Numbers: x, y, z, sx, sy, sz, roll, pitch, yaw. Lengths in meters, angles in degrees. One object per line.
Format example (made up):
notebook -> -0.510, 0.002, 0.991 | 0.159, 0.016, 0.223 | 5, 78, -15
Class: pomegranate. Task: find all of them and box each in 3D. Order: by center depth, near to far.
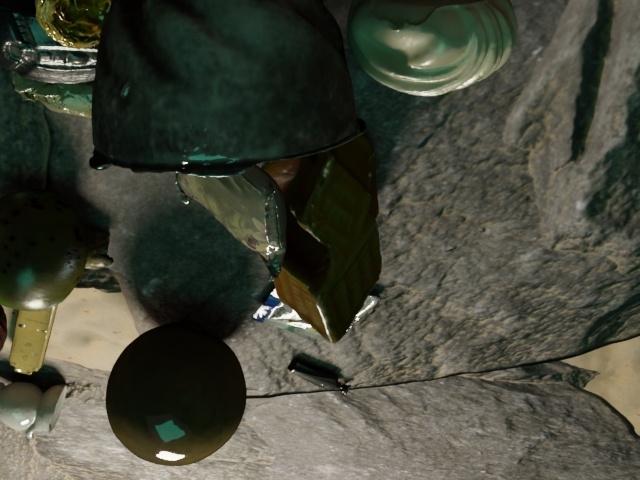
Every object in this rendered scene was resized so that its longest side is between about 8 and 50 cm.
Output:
pomegranate -> -0.423, 0.025, 1.216 | 0.179, 0.179, 0.210 | -11, 150, 17

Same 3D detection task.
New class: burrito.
burrito -> -0.299, -0.182, 1.046 | 0.188, 0.045, 0.058 | 9, 156, -11

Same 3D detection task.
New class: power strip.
power strip -> -0.529, 0.162, 1.487 | 0.064, 0.044, 0.305 | 16, 138, -15

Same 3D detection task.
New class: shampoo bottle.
shampoo bottle -> -0.001, 0.269, 1.580 | 0.137, 0.027, 0.048 | 30, 136, -28

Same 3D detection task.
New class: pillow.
pillow -> -0.118, -0.069, 1.048 | 0.059, 0.255, 0.169 | -25, 135, -29

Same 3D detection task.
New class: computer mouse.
computer mouse -> -0.338, -0.238, 0.967 | 0.192, 0.062, 0.106 | 14, 138, -9

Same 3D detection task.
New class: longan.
longan -> -0.250, 0.263, 1.414 | 0.258, 0.258, 0.258 | 2, 141, 2

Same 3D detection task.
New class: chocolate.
chocolate -> -0.107, -0.204, 0.852 | 0.303, 0.303, 0.213 | -3, 109, 8

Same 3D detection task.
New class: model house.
model house -> -0.007, -0.006, 1.082 | 0.173, 0.239, 0.268 | -4, 141, 9

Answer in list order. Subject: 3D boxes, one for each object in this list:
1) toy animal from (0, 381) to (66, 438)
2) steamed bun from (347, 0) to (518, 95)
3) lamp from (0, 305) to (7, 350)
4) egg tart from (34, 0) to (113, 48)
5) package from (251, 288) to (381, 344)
toy animal -> -0.645, 0.333, 1.653 | 0.221, 0.104, 0.131 | 13, 141, -11
steamed bun -> 0.120, -0.216, 0.867 | 0.183, 0.183, 0.106 | 2, 118, 3
lamp -> -0.645, 0.143, 1.332 | 0.247, 0.247, 0.247 | 2, 141, 2
egg tart -> -0.266, -0.277, 0.903 | 0.049, 0.129, 0.129 | 40, 150, 29
package -> -0.009, 0.116, 1.396 | 0.173, 0.027, 0.171 | 18, 138, -21
